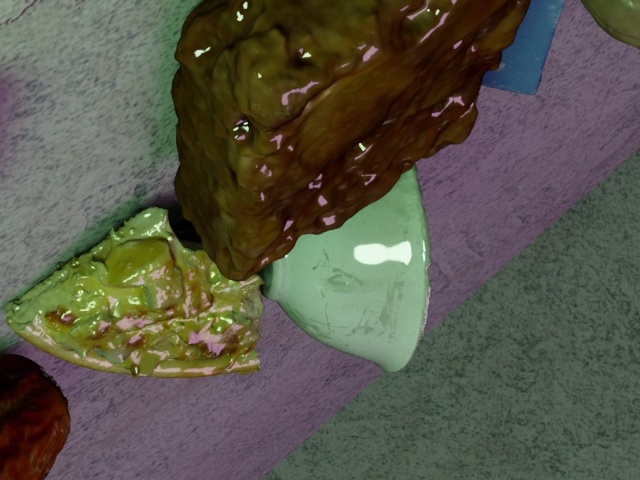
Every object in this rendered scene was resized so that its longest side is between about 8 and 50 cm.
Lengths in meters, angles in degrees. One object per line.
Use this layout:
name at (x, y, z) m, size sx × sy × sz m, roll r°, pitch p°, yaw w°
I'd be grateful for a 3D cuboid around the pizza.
pizza at (-0.163, 0.072, 1.818) m, size 0.323 × 0.089 × 0.223 m, roll 13°, pitch 127°, yaw -37°

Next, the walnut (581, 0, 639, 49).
walnut at (0.372, -0.312, 1.765) m, size 0.227 × 0.273 × 0.273 m, roll -33°, pitch 168°, yaw 21°

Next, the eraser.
eraser at (0.183, -0.244, 1.789) m, size 0.312 × 0.144 × 0.043 m, roll 93°, pitch 12°, yaw -71°

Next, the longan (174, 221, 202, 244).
longan at (-0.136, 0.022, 1.909) m, size 0.113 × 0.092 × 0.113 m, roll -15°, pitch 172°, yaw -2°

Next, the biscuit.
biscuit at (0.020, -0.160, 1.595) m, size 0.342 × 0.166 × 0.395 m, roll -30°, pitch 162°, yaw -23°

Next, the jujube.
jujube at (-0.390, 0.249, 1.802) m, size 0.290 × 0.197 × 0.197 m, roll -46°, pitch 172°, yaw -36°

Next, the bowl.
bowl at (0.000, 0.000, 1.896) m, size 0.146 × 0.313 × 0.313 m, roll -5°, pitch 153°, yaw -18°
